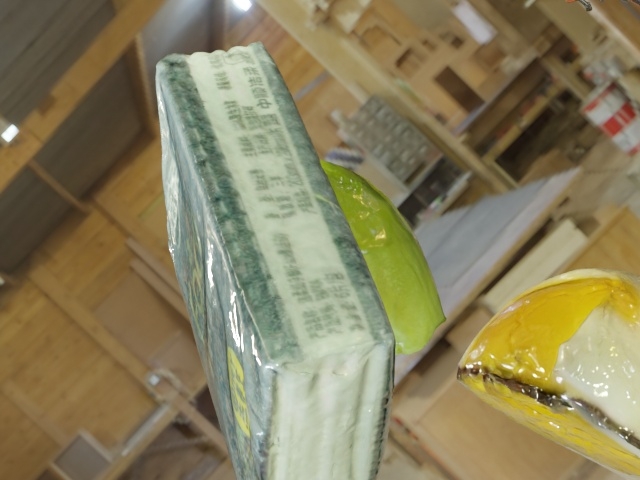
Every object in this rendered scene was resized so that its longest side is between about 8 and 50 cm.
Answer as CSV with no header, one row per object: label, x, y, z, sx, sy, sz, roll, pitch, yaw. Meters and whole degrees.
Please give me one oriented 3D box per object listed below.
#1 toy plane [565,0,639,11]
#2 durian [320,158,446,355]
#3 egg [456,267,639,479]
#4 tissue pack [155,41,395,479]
toy plane,0.413,-0.365,1.489,0.130,0.189,0.061,-58,15,4
durian,0.000,0.000,0.907,0.101,0.250,0.139,-49,-8,-31
egg,0.329,0.145,1.177,0.201,0.337,0.337,-58,4,-7
tissue pack,-0.033,0.029,0.633,0.081,0.257,0.185,-9,-44,-15
